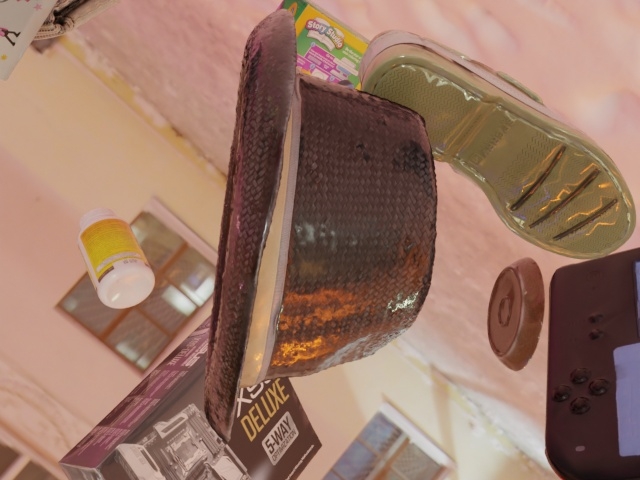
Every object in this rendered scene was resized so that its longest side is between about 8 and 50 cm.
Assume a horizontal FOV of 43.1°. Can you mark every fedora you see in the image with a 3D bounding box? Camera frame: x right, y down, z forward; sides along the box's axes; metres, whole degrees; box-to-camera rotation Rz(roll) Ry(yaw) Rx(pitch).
[{"bbox_3d":[0.000,0.000,0.625,0.153,0.334,0.334,7,175,-8],"label":"fedora"}]

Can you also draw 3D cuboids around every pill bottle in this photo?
[{"bbox_3d":[-0.430,0.030,1.679,0.215,0.117,0.117,55,-178,37],"label":"pill bottle"}]

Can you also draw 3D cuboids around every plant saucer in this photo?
[{"bbox_3d":[0.278,0.105,1.181,0.029,0.168,0.168,7,175,-8],"label":"plant saucer"}]

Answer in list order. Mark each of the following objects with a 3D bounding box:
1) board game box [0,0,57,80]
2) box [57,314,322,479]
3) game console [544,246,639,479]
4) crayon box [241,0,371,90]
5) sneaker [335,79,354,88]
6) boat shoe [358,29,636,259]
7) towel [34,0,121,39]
[{"bbox_3d":[-0.326,-0.326,0.730,0.303,0.224,0.097,50,-161,29],"label":"board game box"},{"bbox_3d":[-0.145,0.267,1.022,0.076,0.307,0.242,-5,117,38],"label":"box"},{"bbox_3d":[0.426,0.102,0.847,0.387,0.342,0.060,-17,128,29],"label":"game console"},{"bbox_3d":[0.014,-0.323,1.515,0.278,0.165,0.081,24,-158,-38],"label":"crayon box"},{"bbox_3d":[-0.008,-0.156,1.245,0.082,0.209,0.069,42,168,12],"label":"sneaker"},{"bbox_3d":[0.167,-0.095,0.736,0.302,0.113,0.103,33,-149,-21],"label":"boat shoe"},{"bbox_3d":[-0.326,-0.315,0.986,0.312,0.324,0.056,4,131,30],"label":"towel"}]
